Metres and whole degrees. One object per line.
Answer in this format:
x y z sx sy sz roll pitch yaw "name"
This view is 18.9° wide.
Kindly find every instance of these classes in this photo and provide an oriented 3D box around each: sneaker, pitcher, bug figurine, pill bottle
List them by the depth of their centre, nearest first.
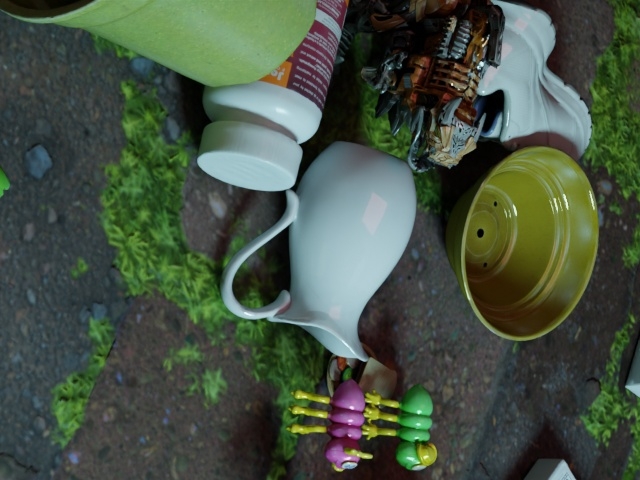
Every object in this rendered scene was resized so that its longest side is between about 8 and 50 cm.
-0.050 -0.170 1.922 0.121 0.121 0.221 26 69 -37 "pill bottle"
0.054 0.250 1.958 0.279 0.072 0.216 10 79 -48 "bug figurine"
0.000 0.000 1.962 0.177 0.125 0.207 21 83 -25 "pitcher"
0.213 -0.148 2.138 0.129 0.111 0.297 -61 144 -18 "sneaker"

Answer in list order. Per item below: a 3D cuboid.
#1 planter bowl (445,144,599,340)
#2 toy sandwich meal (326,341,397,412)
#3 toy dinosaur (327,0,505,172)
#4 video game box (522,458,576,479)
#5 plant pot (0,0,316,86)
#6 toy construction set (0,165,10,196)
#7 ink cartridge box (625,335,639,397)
0.204 -0.003 2.141 0.217 0.090 0.217 -9 103 -40 "planter bowl"
0.043 0.146 2.034 0.085 0.029 0.086 5 82 -41 "toy sandwich meal"
0.116 -0.210 1.994 0.164 0.218 0.322 45 48 -22 "toy dinosaur"
0.254 0.383 2.187 0.205 0.048 0.187 -48 115 -34 "video game box"
-0.138 -0.272 1.786 0.254 0.276 0.276 33 64 -48 "plant pot"
-0.393 0.052 1.556 0.309 0.257 0.237 -37 124 -16 "toy construction set"
0.469 0.126 2.379 0.139 0.082 0.191 36 65 -33 "ink cartridge box"
